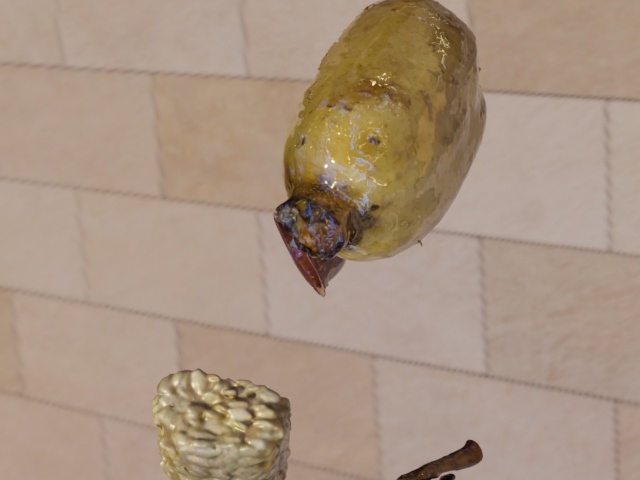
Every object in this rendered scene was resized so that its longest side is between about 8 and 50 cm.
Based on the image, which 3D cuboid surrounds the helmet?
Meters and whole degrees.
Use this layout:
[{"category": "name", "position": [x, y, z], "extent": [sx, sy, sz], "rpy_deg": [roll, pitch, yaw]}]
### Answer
[{"category": "helmet", "position": [0.000, 0.000, 1.680], "extent": [0.089, 0.057, 0.111], "rpy_deg": [49, 169, 31]}]

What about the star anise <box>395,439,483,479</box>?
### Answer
[{"category": "star anise", "position": [0.021, 0.231, 1.038], "extent": [0.126, 0.220, 0.190], "rpy_deg": [38, 114, -20]}]

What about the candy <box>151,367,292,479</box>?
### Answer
[{"category": "candy", "position": [-0.065, 0.128, 1.109], "extent": [0.110, 0.095, 0.085], "rpy_deg": [106, 170, -66]}]

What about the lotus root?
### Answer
[{"category": "lotus root", "position": [0.051, -0.088, 1.366], "extent": [0.146, 0.284, 0.160], "rpy_deg": [-9, 123, 39]}]
